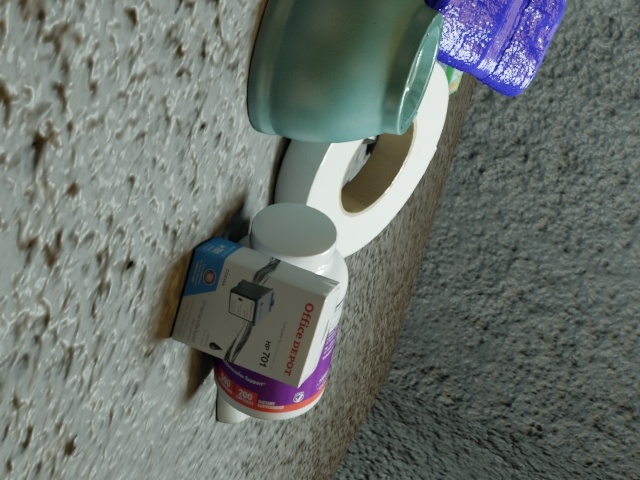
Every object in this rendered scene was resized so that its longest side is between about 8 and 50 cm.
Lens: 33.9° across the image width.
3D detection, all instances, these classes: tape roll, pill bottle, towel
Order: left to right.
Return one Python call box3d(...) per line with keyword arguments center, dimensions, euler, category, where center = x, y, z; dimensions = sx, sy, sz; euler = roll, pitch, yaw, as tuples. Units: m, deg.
box3d(center=(-0.060, 0.107, 1.582), dimensions=(0.181, 0.182, 0.323), euler=(-56, 162, -49), category="pill bottle")
box3d(center=(0.075, -0.144, 1.763), dimensions=(0.392, 0.072, 0.392), euler=(-42, 152, -29), category="tape roll")
box3d(center=(0.297, -0.391, 1.804), dimensions=(0.308, 0.076, 0.227), euler=(16, 96, -44), category="towel")

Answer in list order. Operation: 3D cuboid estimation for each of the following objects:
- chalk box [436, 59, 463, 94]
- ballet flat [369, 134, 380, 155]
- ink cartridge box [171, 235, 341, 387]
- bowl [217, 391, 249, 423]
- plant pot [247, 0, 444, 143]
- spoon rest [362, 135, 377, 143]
box3d(center=(0.208, -0.348, 1.945), dimensions=(0.132, 0.213, 0.132), euler=(-30, 139, -72), category="chalk box")
box3d(center=(0.188, -0.283, 2.279), dimensions=(0.096, 0.095, 0.280), euler=(76, 34, -49), category="ballet flat")
box3d(center=(-0.086, 0.095, 1.417), dimensions=(0.082, 0.191, 0.139), euler=(-35, 144, -70), category="ink cartridge box")
box3d(center=(-0.127, 0.244, 1.829), dimensions=(0.142, 0.053, 0.142), euler=(97, 19, -47), category="bowl")
box3d(center=(0.050, -0.255, 1.436), dimensions=(0.293, 0.196, 0.293), euler=(21, 90, -79), category="plant pot")
box3d(center=(0.061, -0.224, 1.806), dimensions=(0.276, 0.084, 0.137), euler=(52, 62, -77), category="spoon rest")
